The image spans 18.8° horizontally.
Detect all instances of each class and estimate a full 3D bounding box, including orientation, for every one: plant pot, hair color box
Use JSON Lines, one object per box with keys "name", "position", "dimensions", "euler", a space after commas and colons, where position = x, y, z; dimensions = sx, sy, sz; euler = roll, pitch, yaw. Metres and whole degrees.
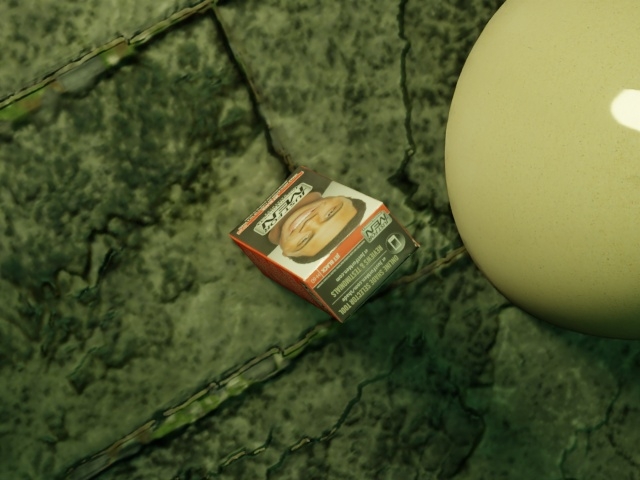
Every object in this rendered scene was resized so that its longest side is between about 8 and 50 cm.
{"name": "plant pot", "position": [0.252, -0.053, 1.318], "dimensions": [0.284, 0.191, 0.284], "euler": [-5, 104, -21]}
{"name": "hair color box", "position": [0.000, 0.000, 1.248], "dimensions": [0.072, 0.141, 0.043], "euler": [-45, 114, -9]}
